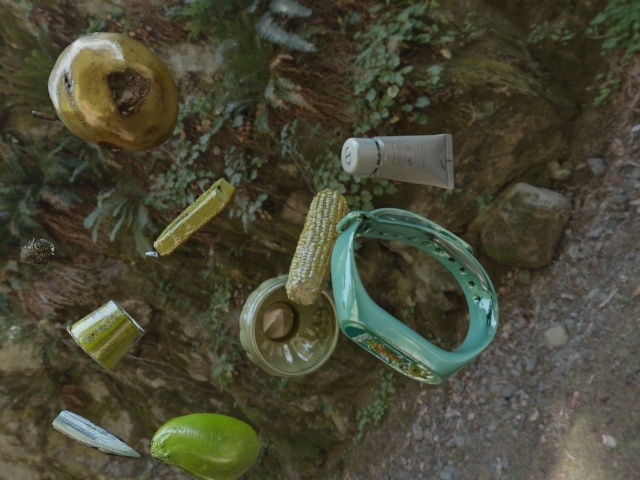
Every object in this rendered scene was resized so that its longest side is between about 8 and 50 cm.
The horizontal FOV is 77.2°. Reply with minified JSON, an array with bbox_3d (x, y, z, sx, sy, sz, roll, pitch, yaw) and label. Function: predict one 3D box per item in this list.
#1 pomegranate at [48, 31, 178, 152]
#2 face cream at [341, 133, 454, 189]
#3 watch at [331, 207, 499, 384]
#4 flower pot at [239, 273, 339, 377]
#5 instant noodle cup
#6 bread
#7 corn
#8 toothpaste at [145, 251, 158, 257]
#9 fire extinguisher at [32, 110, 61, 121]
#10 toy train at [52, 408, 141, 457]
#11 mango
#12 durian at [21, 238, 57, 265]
[{"bbox_3d":[-0.470,-0.339,0.945,0.281,0.281,0.281,-156,90,-89],"label":"pomegranate"},{"bbox_3d":[0.203,-0.197,0.965,0.089,0.314,0.143,175,93,-66],"label":"face cream"},{"bbox_3d":[0.114,0.059,0.499,0.195,0.237,0.068,-61,9,-30],"label":"watch"},{"bbox_3d":[-0.111,0.251,1.241,0.244,0.307,0.308,-6,58,64],"label":"flower pot"},{"bbox_3d":[-0.677,0.298,1.293,0.153,0.205,0.205,-44,-7,-21],"label":"instant noodle cup"},{"bbox_3d":[-0.464,-0.079,1.460,0.361,0.077,0.138,-35,26,21],"label":"bread"},{"bbox_3d":[0.000,0.000,0.801,0.087,0.086,0.288,115,175,-48],"label":"corn"},{"bbox_3d":[-0.681,0.056,1.623,0.015,0.083,0.024,-7,-85,-51],"label":"toothpaste"},{"bbox_3d":[-0.957,-0.432,1.404,0.028,0.083,0.023,-4,81,57],"label":"fire extinguisher"},{"bbox_3d":[-0.579,0.518,1.041,0.048,0.251,0.055,-56,-21,-45],"label":"toy train"},{"bbox_3d":[-0.166,0.308,0.598,0.074,0.165,0.091,-30,47,46],"label":"mango"},{"bbox_3d":[-0.781,0.035,1.112,0.091,0.080,0.080,-25,16,17],"label":"durian"}]
